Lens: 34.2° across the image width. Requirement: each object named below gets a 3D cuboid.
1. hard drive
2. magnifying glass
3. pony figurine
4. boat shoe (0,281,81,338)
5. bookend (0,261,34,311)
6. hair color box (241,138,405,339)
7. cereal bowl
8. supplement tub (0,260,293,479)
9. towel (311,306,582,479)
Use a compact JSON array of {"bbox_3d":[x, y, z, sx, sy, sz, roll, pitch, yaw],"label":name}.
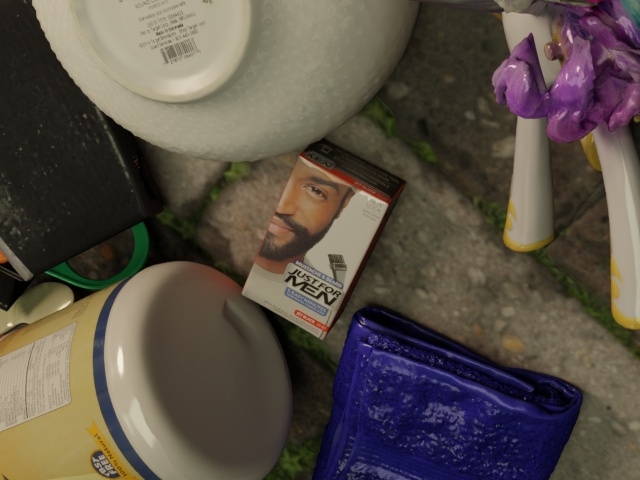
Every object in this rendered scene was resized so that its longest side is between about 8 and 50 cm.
[{"bbox_3d":[-0.273,-0.100,0.970,0.172,0.054,0.254,-27,106,-3],"label":"hard drive"},{"bbox_3d":[-0.285,0.007,1.035,0.231,0.026,0.092,-3,87,-5],"label":"magnifying glass"},{"bbox_3d":[0.172,-0.139,0.658,0.303,0.351,0.363,-20,109,-7],"label":"pony figurine"},{"bbox_3d":[-0.310,0.081,1.141,0.137,0.049,0.043,-20,150,28],"label":"boat shoe"},{"bbox_3d":[-0.383,0.034,1.120,0.156,0.072,0.157,28,131,-1],"label":"bookend"},{"bbox_3d":[0.000,0.000,0.955,0.093,0.053,0.167,29,123,8],"label":"hair color box"},{"bbox_3d":[-0.098,-0.210,0.831,0.339,0.141,0.339,10,119,18],"label":"cereal bowl"},{"bbox_3d":[-0.211,0.171,1.033,0.316,0.228,0.228,-24,105,32],"label":"supplement tub"},{"bbox_3d":[0.101,0.233,1.024,0.228,0.076,0.308,21,123,13],"label":"towel"}]
